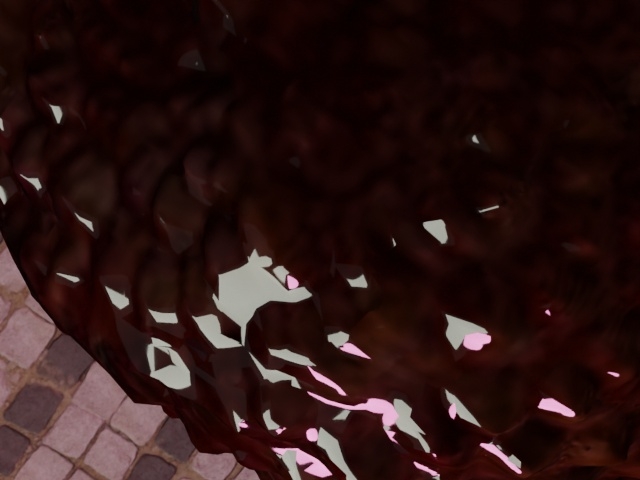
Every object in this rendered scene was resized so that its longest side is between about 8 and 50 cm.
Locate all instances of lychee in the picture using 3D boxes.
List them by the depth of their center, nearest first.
[{"bbox_3d":[0.034,-0.053,0.655,0.306,0.306,0.330,33,180,34],"label":"lychee"}]
